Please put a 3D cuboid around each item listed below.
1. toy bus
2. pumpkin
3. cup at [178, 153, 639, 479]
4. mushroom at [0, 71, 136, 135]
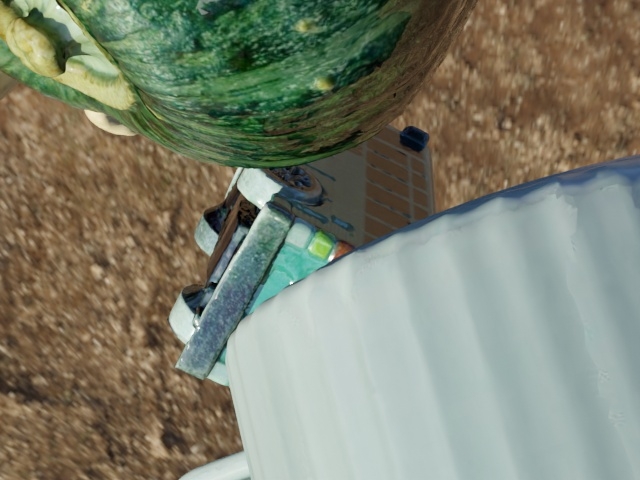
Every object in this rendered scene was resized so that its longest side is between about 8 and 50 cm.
[{"bbox_3d":[0.000,0.000,0.910,0.147,0.256,0.128,27,113,-9],"label":"toy bus"},{"bbox_3d":[-0.010,-0.159,0.626,0.197,0.293,0.263,34,67,19],"label":"pumpkin"},{"bbox_3d":[0.107,0.158,0.538,0.257,0.331,0.311,-9,75,-23],"label":"cup"},{"bbox_3d":[-0.268,-0.195,0.968,0.315,0.315,0.356,-24,89,-4],"label":"mushroom"}]
